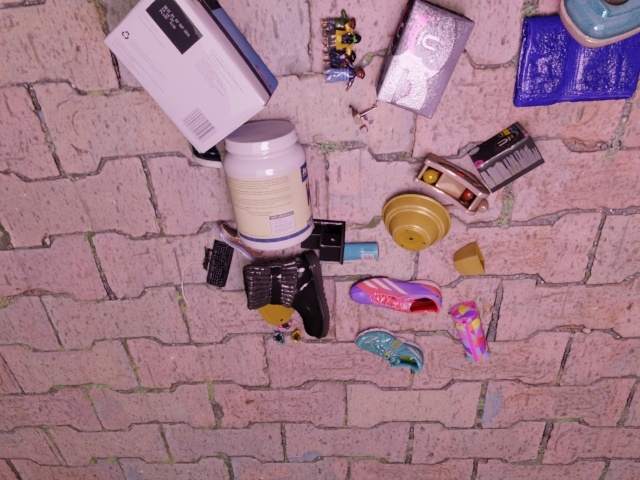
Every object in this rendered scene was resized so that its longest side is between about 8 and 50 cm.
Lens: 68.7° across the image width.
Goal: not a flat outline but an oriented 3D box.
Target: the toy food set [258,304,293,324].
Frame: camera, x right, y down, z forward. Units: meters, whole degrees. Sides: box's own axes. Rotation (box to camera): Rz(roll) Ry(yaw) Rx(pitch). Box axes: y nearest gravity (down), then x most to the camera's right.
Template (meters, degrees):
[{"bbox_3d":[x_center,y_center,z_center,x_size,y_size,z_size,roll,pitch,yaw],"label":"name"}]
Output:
[{"bbox_3d":[-0.176,0.201,1.681,0.128,0.071,0.218,-30,120,-8],"label":"toy food set"}]

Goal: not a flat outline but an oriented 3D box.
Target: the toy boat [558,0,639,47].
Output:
[{"bbox_3d":[0.729,-0.515,1.061,0.267,0.148,0.318,-33,79,0],"label":"toy boat"}]

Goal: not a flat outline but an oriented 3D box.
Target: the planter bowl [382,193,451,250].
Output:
[{"bbox_3d":[0.286,-0.032,1.442,0.217,0.090,0.217,15,142,12],"label":"planter bowl"}]

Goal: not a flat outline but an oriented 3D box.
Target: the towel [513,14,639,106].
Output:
[{"bbox_3d":[0.671,-0.463,1.209,0.307,0.076,0.228,-3,121,6],"label":"towel"}]

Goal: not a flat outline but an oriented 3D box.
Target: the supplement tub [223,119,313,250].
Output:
[{"bbox_3d":[-0.150,-0.160,1.359,0.235,0.235,0.325,-3,121,6],"label":"supplement tub"}]

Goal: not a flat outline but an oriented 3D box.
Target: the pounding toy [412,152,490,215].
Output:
[{"bbox_3d":[0.388,-0.128,1.385,0.269,0.154,0.155,24,119,-10],"label":"pounding toy"}]

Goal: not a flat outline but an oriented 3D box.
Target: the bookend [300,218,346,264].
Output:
[{"bbox_3d":[0.000,0.000,1.489,0.157,0.156,0.073,4,121,3],"label":"bookend"}]

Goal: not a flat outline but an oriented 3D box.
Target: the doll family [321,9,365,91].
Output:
[{"bbox_3d":[0.061,-0.499,1.240,0.111,0.076,0.193,-3,126,1],"label":"doll family"}]

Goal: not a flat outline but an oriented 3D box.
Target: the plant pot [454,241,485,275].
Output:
[{"bbox_3d":[0.486,0.067,1.539,0.083,0.082,0.081,-18,119,26],"label":"plant pot"}]

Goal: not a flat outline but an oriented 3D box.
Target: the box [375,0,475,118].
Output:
[{"bbox_3d":[0.256,-0.468,1.199,0.163,0.142,0.247,18,120,-7],"label":"box"}]

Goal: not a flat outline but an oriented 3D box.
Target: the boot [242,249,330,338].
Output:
[{"bbox_3d":[-0.119,0.209,1.590,0.259,0.131,0.348,-16,112,-18],"label":"boot"}]

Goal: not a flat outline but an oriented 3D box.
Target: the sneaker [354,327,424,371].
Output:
[{"bbox_3d":[0.261,0.408,1.740,0.275,0.110,0.107,18,121,-6],"label":"sneaker"}]

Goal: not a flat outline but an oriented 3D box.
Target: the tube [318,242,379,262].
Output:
[{"bbox_3d":[0.092,0.039,1.571,0.206,0.052,0.080,-2,116,12],"label":"tube"}]

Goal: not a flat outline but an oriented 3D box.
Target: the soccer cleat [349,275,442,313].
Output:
[{"bbox_3d":[0.258,0.195,1.609,0.317,0.116,0.109,2,121,3],"label":"soccer cleat"}]

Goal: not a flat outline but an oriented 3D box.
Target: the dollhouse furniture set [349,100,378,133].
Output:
[{"bbox_3d":[0.137,-0.341,1.302,0.081,0.114,0.091,-24,114,13],"label":"dollhouse furniture set"}]

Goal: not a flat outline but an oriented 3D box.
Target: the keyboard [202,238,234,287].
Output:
[{"bbox_3d":[-0.367,0.087,1.638,0.100,0.038,0.192,15,120,-5],"label":"keyboard"}]

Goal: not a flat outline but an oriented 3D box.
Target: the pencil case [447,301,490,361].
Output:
[{"bbox_3d":[0.538,0.331,1.680,0.104,0.104,0.237,-19,118,15],"label":"pencil case"}]

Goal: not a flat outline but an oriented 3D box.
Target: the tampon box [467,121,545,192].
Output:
[{"bbox_3d":[0.522,-0.236,1.329,0.161,0.120,0.101,-32,114,21],"label":"tampon box"}]

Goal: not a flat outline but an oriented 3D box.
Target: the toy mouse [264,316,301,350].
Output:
[{"bbox_3d":[-0.140,0.341,1.775,0.142,0.031,0.161,9,121,-2],"label":"toy mouse"}]

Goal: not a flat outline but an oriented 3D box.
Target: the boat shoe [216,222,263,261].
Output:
[{"bbox_3d":[-0.264,-0.007,1.564,0.066,0.066,0.183,-38,121,18],"label":"boat shoe"}]

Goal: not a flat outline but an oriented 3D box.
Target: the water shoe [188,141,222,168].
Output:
[{"bbox_3d":[-0.329,-0.271,1.333,0.072,0.203,0.080,4,118,-36],"label":"water shoe"}]

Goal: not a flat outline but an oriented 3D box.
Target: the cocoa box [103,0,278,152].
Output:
[{"bbox_3d":[-0.310,-0.452,1.200,0.231,0.228,0.347,-31,114,21],"label":"cocoa box"}]
